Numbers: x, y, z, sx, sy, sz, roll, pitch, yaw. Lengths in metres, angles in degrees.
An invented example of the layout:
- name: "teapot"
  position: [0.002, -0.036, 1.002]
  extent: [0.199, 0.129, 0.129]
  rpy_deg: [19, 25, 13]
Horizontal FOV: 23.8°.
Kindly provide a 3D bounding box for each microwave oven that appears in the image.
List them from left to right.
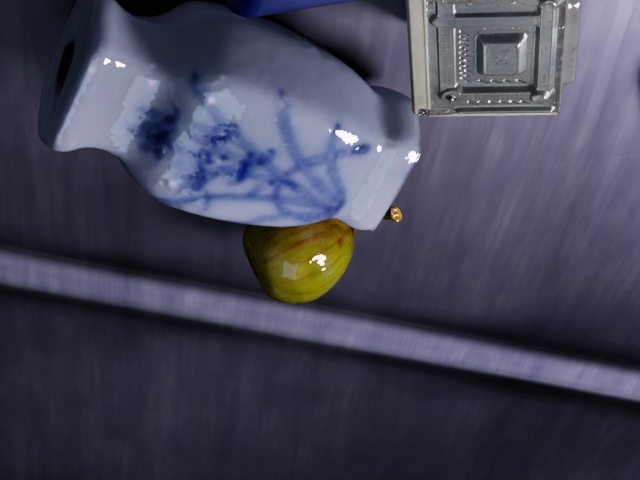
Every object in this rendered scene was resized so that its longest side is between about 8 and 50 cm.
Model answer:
- name: "microwave oven"
  position: [0.182, -0.251, 1.593]
  extent: [0.194, 0.145, 0.240]
  rpy_deg: [2, 147, 7]

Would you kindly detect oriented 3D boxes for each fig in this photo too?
- name: "fig"
  position: [-0.014, -0.008, 2.024]
  extent: [0.142, 0.186, 0.148]
  rpy_deg: [47, 160, 5]

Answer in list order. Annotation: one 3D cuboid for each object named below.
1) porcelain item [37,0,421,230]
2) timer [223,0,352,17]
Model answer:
- name: "porcelain item"
  position: [-0.099, -0.138, 1.713]
  extent: [0.405, 0.178, 0.242]
  rpy_deg: [16, 123, -23]
- name: "timer"
  position: [0.097, -0.340, 1.393]
  extent: [0.383, 0.270, 0.270]
  rpy_deg: [-2, 149, -13]
